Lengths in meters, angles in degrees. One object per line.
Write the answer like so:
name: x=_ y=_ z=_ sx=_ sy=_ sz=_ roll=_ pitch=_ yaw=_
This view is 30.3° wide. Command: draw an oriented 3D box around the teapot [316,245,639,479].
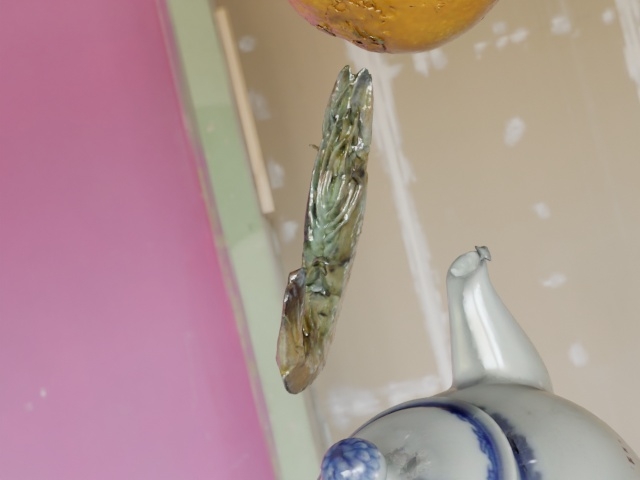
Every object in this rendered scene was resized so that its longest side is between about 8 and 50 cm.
teapot: x=0.092 y=0.204 z=0.774 sx=0.252 sy=0.423 sz=0.280 roll=-14 pitch=-42 yaw=37

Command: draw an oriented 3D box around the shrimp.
shrimp: x=0.000 y=0.000 z=1.036 sx=0.058 sy=0.295 sz=0.169 roll=11 pitch=22 yaw=10

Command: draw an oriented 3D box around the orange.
orange: x=0.074 y=-0.302 z=1.136 sx=0.246 sy=0.246 sz=0.246 roll=-13 pitch=-3 yaw=-1
